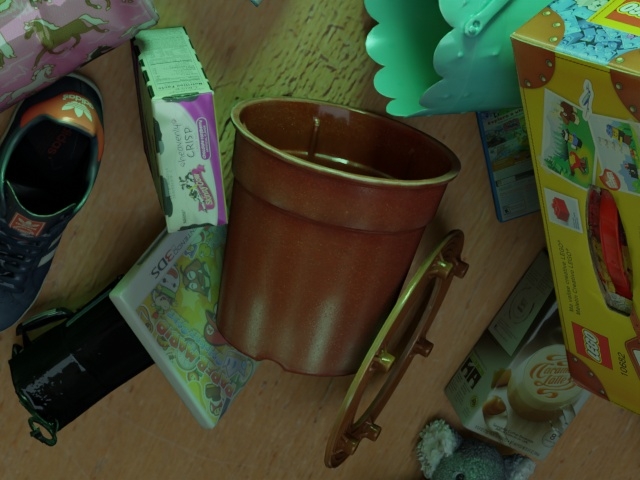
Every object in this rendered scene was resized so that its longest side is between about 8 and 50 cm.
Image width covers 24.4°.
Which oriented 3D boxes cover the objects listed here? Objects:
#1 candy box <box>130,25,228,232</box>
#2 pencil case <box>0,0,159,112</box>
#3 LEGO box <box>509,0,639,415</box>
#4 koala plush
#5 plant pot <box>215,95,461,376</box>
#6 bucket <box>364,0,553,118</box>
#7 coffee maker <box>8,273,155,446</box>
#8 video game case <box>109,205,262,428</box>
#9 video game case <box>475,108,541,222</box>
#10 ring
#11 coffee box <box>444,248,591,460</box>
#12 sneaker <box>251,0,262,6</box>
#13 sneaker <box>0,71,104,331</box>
[{"bbox_3d":[-0.162,-0.131,1.669,0.071,0.233,0.159,-9,118,-9],"label":"candy box"},{"bbox_3d":[-0.366,-0.226,1.620,0.386,0.167,0.160,-28,86,1],"label":"pencil case"},{"bbox_3d":[0.430,-0.091,1.644,0.372,0.193,0.500,-40,134,-27],"label":"LEGO box"},{"bbox_3d":[0.186,0.371,2.054,0.196,0.203,0.221,20,91,-5],"label":"koala plush"},{"bbox_3d":[0.000,0.000,1.746,0.272,0.272,0.265,8,112,-17],"label":"plant pot"},{"bbox_3d":[0.172,-0.270,1.655,0.183,0.281,0.281,-2,116,-15],"label":"bucket"},{"bbox_3d":[-0.277,0.147,1.815,0.178,0.171,0.120,-36,141,8],"label":"coffee maker"},{"bbox_3d":[-0.139,0.081,1.824,0.206,0.026,0.227,-53,126,-35],"label":"video game case"},{"bbox_3d":[0.271,-0.113,1.907,0.119,0.015,0.166,-17,119,-4],"label":"video game case"},{"bbox_3d":[0.102,0.139,1.834,0.032,0.336,0.337,28,110,13],"label":"ring"},{"bbox_3d":[0.300,0.156,1.999,0.141,0.098,0.247,25,108,-23],"label":"coffee box"},{"bbox_3d":[-0.101,-0.376,1.655,0.092,0.087,0.229,-37,126,-2],"label":"sneaker"},{"bbox_3d":[-0.349,-0.025,1.725,0.131,0.148,0.350,15,112,-20],"label":"sneaker"}]
